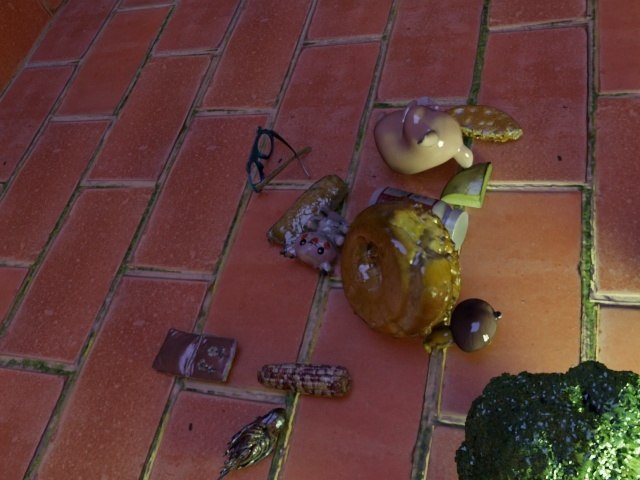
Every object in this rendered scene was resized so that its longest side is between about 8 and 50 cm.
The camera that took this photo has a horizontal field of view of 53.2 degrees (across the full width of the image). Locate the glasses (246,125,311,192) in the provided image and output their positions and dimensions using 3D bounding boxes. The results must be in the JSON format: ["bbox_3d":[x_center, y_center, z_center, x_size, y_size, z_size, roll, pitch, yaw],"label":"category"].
[{"bbox_3d":[-0.124,-0.239,2.000,0.207,0.102,0.239,17,58,-3],"label":"glasses"}]

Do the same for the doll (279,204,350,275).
[{"bbox_3d":[0.000,0.000,1.757,0.149,0.095,0.192,32,69,15],"label":"doll"}]

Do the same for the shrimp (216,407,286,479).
[{"bbox_3d":[-0.163,0.482,1.489,0.090,0.079,0.233,45,78,-2],"label":"shrimp"}]

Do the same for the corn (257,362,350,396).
[{"bbox_3d":[-0.042,0.334,1.554,0.237,0.079,0.079,1,56,24],"label":"corn"}]

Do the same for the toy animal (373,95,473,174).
[{"bbox_3d":[0.283,-0.293,1.790,0.256,0.195,0.213,-18,61,54],"label":"toy animal"}]

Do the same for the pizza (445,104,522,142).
[{"bbox_3d":[0.465,-0.340,1.863,0.246,0.058,0.127,7,57,21],"label":"pizza"}]

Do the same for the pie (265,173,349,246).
[{"bbox_3d":[-0.037,-0.083,1.851,0.128,0.068,0.282,35,76,33],"label":"pie"}]

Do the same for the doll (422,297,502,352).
[{"bbox_3d":[0.335,0.204,1.508,0.188,0.096,0.145,-14,32,41],"label":"doll"}]

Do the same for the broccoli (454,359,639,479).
[{"bbox_3d":[0.425,0.405,1.198,0.321,0.310,0.413,21,94,15],"label":"broccoli"}]

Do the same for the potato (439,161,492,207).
[{"bbox_3d":[0.397,-0.172,1.753,0.120,0.081,0.149,10,60,23],"label":"potato"}]

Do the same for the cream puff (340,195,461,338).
[{"bbox_3d":[0.205,0.062,1.520,0.231,0.327,0.343,-8,16,-33],"label":"cream puff"}]

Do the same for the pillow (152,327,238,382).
[{"bbox_3d":[-0.330,0.306,1.691,0.232,0.043,0.126,5,59,23],"label":"pillow"}]

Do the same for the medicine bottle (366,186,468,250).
[{"bbox_3d":[0.253,-0.057,1.688,0.250,0.131,0.131,17,63,29],"label":"medicine bottle"}]
